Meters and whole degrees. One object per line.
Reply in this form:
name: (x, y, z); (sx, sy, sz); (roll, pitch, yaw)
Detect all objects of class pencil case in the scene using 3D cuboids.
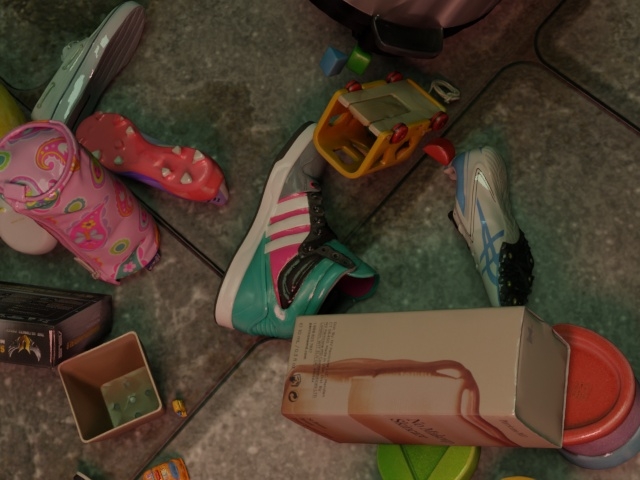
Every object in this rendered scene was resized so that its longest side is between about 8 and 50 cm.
pencil case: (-0.303, -0.042, 1.491); (0.124, 0.284, 0.124); (-6, 66, 13)

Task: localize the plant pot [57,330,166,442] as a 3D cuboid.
plant pot: (-0.253, 0.194, 1.502); (0.109, 0.096, 0.109); (-24, 70, 2)

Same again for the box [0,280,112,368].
box: (-0.409, 0.101, 1.513); (0.230, 0.183, 0.056); (7, 101, 11)

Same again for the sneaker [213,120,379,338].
sneaker: (0.000, 0.000, 1.508); (0.178, 0.124, 0.296); (20, 77, 15)

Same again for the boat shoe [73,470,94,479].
boat shoe: (-0.270, 0.341, 1.487); (0.125, 0.046, 0.038); (39, 77, 10)

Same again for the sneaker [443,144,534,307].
sneaker: (0.211, -0.008, 1.496); (0.086, 0.085, 0.237); (-26, 57, 31)

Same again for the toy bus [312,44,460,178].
toy bus: (0.081, -0.147, 1.535); (0.202, 0.104, 0.191); (20, 35, -18)

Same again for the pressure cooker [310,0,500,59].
pressure cooker: (0.127, -0.464, 1.499); (0.375, 0.420, 0.370); (45, 59, 2)

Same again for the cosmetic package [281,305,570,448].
cosmetic package: (0.121, 0.162, 1.365); (0.296, 0.153, 0.129); (-6, 64, 33)

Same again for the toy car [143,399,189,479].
toy car: (-0.202, 0.262, 1.501); (0.060, 0.040, 0.122); (-7, 72, 7)

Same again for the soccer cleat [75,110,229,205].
soccer cleat: (-0.233, -0.107, 1.613); (0.248, 0.095, 0.083); (20, 72, 30)

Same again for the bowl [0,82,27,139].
bowl: (-0.547, -0.174, 1.568); (0.289, 0.156, 0.289); (-6, 35, 4)

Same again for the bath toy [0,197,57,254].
bath toy: (-0.513, -0.030, 1.612); (0.348, 0.129, 0.151); (-11, 115, 8)

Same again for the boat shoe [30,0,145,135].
boat shoe: (-0.335, -0.251, 1.667); (0.075, 0.083, 0.226); (28, 80, 16)

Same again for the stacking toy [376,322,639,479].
stacking toy: (0.239, 0.252, 1.423); (0.279, 0.130, 0.309); (22, 73, 42)
